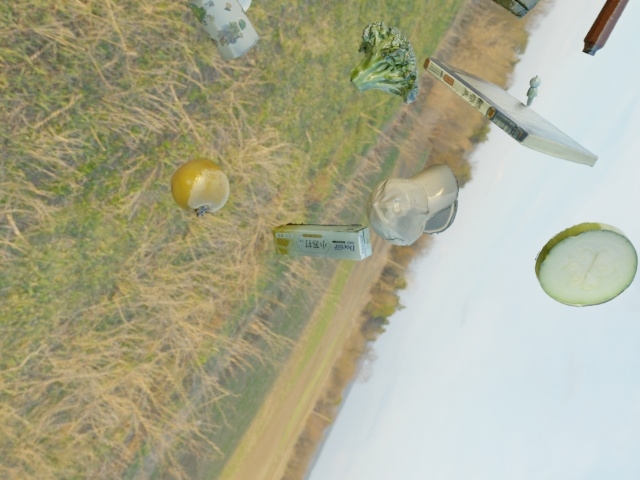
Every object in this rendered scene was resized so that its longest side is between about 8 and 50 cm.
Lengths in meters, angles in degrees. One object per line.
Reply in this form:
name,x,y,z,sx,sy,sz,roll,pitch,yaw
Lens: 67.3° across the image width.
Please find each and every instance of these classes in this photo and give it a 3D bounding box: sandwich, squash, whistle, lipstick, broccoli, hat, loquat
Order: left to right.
loquat,-0.432,-0.190,1.725,0.208,0.208,0.208,-61,169,-21
broccoli,0.226,-0.627,1.749,0.245,0.288,0.248,-24,158,12
hat,0.255,-0.117,1.360,0.275,0.232,0.161,-34,141,3
sandwich,0.566,-0.778,1.502,0.079,0.235,0.159,-52,173,26
whistle,0.676,-0.477,1.531,0.035,0.035,0.100,-54,153,-48
squash,0.619,0.061,1.125,0.041,0.219,0.219,-76,-176,-58
lipstick,0.935,-0.780,1.469,0.077,0.077,0.418,-49,161,-58

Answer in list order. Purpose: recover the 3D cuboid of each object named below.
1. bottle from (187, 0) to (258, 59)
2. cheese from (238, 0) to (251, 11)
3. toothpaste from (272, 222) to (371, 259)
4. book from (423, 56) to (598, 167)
bottle,-0.274,-0.608,1.244,0.253,0.120,0.120,53,55,-37
cheese,-0.352,-0.848,1.642,0.154,0.198,0.189,-59,-144,23
toothpaste,0.000,0.000,1.389,0.071,0.313,0.089,-24,111,-50
book,0.483,-0.340,1.249,0.300,0.428,0.039,7,127,-33
